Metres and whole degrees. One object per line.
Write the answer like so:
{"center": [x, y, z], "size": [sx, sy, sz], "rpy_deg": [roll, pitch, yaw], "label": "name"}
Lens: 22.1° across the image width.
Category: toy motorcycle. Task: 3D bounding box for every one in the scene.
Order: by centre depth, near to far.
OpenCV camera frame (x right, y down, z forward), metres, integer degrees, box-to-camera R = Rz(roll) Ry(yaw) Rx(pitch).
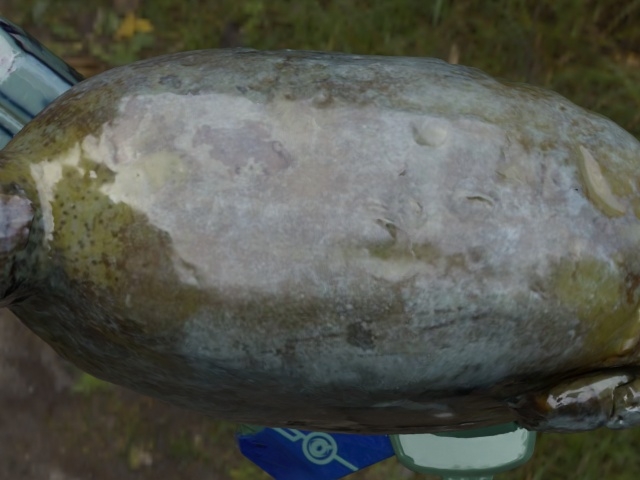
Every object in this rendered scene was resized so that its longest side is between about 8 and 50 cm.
{"center": [0.045, 0.166, 1.590], "size": [0.326, 0.200, 0.191], "rpy_deg": [-8, 4, 6], "label": "toy motorcycle"}

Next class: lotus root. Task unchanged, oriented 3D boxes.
{"center": [0.000, -0.002, 0.698], "size": [0.350, 0.175, 0.175], "rpy_deg": [7, 46, -13], "label": "lotus root"}

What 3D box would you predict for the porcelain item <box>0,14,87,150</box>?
{"center": [-0.285, -0.102, 1.524], "size": [0.157, 0.286, 0.281], "rpy_deg": [-53, 28, -3], "label": "porcelain item"}
